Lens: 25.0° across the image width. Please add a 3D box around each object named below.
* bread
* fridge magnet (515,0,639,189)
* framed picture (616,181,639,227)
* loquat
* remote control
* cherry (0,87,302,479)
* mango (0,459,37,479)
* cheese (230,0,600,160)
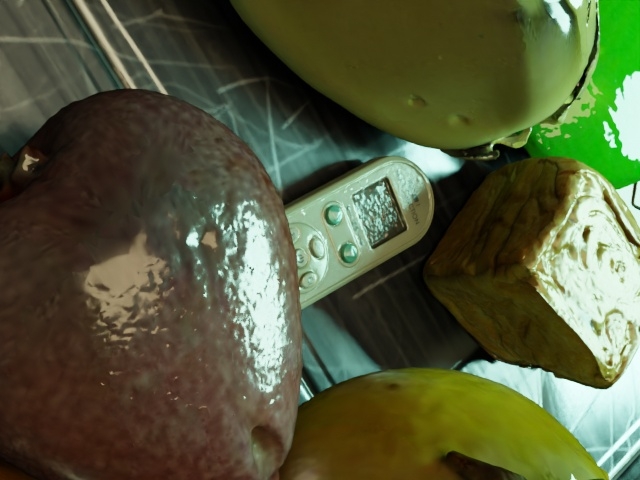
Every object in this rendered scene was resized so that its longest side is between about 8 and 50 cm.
[{"bbox_3d":[0.192,0.025,1.210,0.158,0.143,0.149,42,67,-29],"label":"bread"},{"bbox_3d":[0.238,-0.145,1.273,0.208,0.088,0.208,4,82,-29],"label":"fridge magnet"},{"bbox_3d":[0.308,-0.052,1.363,0.203,0.015,0.150,-47,112,-25],"label":"framed picture"},{"bbox_3d":[0.087,0.241,1.015,0.328,0.359,0.328,22,50,-29],"label":"loquat"},{"bbox_3d":[0.000,0.000,1.144,0.221,0.042,0.078,-29,103,-32],"label":"remote control"},{"bbox_3d":[-0.131,0.042,0.944,0.261,0.221,0.307,-43,99,-19],"label":"cherry"},{"bbox_3d":[-0.246,0.178,0.956,0.159,0.084,0.105,41,83,-4],"label":"mango"},{"bbox_3d":[0.091,-0.185,1.105,0.316,0.259,0.128,45,38,-30],"label":"cheese"}]
